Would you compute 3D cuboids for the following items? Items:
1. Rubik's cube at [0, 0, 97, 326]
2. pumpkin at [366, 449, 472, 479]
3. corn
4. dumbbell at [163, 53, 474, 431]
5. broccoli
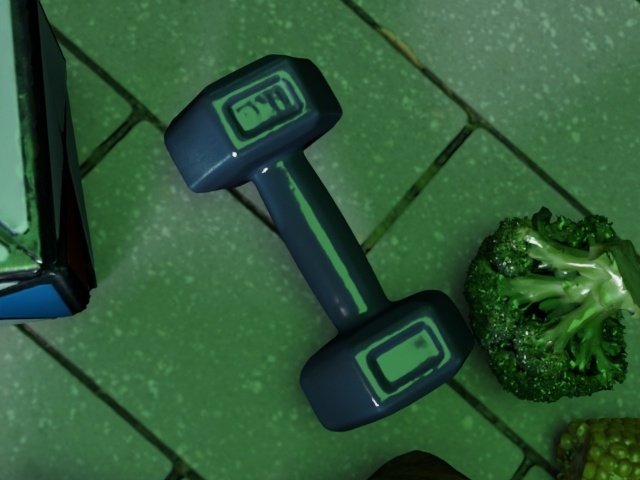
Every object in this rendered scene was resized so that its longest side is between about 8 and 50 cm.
[{"bbox_3d":[-0.321,-0.057,0.721,0.247,0.250,0.248,-9,81,-10],"label":"Rubik's cube"},{"bbox_3d":[0.090,0.338,0.722,0.225,0.256,0.303,-38,104,-15],"label":"pumpkin"},{"bbox_3d":[0.377,0.228,0.856,0.318,0.115,0.115,14,80,-5],"label":"corn"},{"bbox_3d":[0.000,0.000,0.814,0.144,0.160,0.324,-32,87,19],"label":"dumbbell"},{"bbox_3d":[0.218,0.055,0.838,0.195,0.156,0.195,28,49,-37],"label":"broccoli"}]
